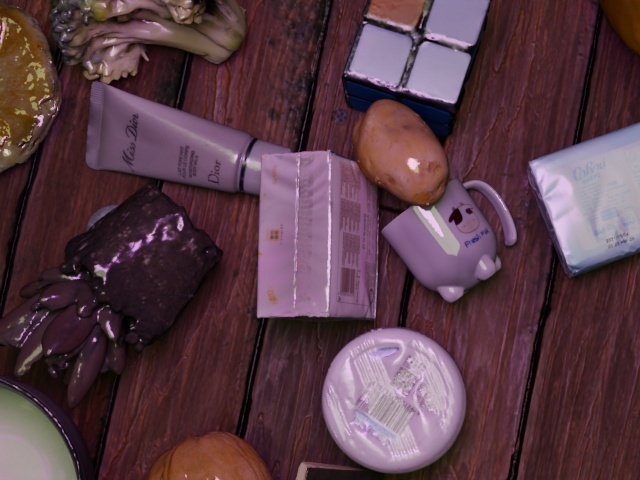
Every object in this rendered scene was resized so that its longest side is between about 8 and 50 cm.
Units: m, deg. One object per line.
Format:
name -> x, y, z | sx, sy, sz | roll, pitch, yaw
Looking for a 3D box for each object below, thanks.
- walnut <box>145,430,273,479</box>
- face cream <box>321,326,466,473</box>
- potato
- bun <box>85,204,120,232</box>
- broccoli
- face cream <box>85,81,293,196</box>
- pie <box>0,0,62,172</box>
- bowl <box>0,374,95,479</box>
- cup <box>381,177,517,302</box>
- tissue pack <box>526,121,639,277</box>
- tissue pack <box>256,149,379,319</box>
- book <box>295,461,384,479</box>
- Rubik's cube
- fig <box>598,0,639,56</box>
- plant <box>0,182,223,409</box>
walnut -> -0.147, 0.378, 1.462 | 0.193, 0.193, 0.226 | -16, 84, 3
face cream -> 0.104, 0.224, 1.493 | 0.206, 0.111, 0.206 | -1, 82, 5
potato -> 0.106, -0.116, 1.417 | 0.109, 0.118, 0.178 | -13, 43, -27
bun -> -0.315, -0.014, 1.582 | 0.083, 0.045, 0.083 | 0, 85, 0
broccoli -> -0.227, -0.364, 1.514 | 0.281, 0.293, 0.348 | 28, 99, -31
face cream -> -0.197, -0.136, 1.565 | 0.314, 0.089, 0.143 | 16, 120, 9
pie -> -0.533, -0.231, 1.609 | 0.306, 0.071, 0.306 | 0, 86, 2
bowl -> -0.466, 0.348, 1.479 | 0.353, 0.185, 0.354 | 0, 89, 8
cup -> 0.191, 0.001, 1.513 | 0.134, 0.173, 0.142 | -39, 83, 31
tissue pack -> 0.447, -0.071, 1.507 | 0.263, 0.089, 0.177 | -20, 82, 5
tissue pack -> 0.000, 0.000, 1.479 | 0.124, 0.185, 0.225 | -2, 84, 23
book -> 0.009, 0.428, 1.471 | 0.024, 0.160, 0.228 | 6, 82, 49
Rubik's cube -> 0.137, -0.267, 1.504 | 0.167, 0.183, 0.180 | 18, 87, 5
fig -> 0.537, -0.406, 1.429 | 0.343, 0.343, 0.343 | 0, 84, 5
plant -> -0.294, 0.080, 1.482 | 0.321, 0.194, 0.181 | -47, 116, -7
